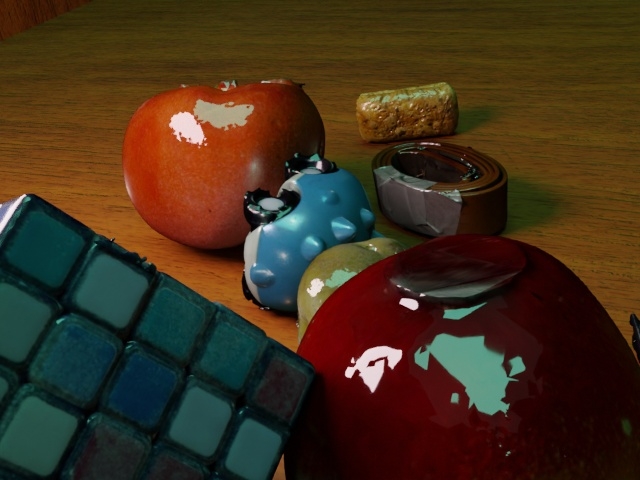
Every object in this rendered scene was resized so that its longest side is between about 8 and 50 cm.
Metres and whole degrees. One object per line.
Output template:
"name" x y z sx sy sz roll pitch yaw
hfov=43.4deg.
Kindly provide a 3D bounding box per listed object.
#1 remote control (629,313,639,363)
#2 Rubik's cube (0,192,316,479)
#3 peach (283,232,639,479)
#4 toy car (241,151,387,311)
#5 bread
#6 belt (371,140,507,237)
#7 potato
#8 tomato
"remote control" 0.574 0.138 0.927 0.398 0.062 0.145 0 31 9
"Rubik's cube" -0.231 0.162 0.669 0.293 0.292 0.287 -4 55 52
"peach" 0.131 0.162 0.744 0.334 0.310 0.406 0 28 7
"toy car" 0.000 0.000 1.174 0.190 0.189 0.255 17 33 21
"bread" 0.180 -0.263 1.668 0.210 0.114 0.083 -7 32 4
"belt" 0.196 -0.090 1.366 0.184 0.105 0.261 -24 34 -24
"potato" 0.072 0.086 1.027 0.251 0.174 0.159 -13 24 -41
"tomato" -0.155 -0.127 1.351 0.341 0.273 0.341 -4 4 0
